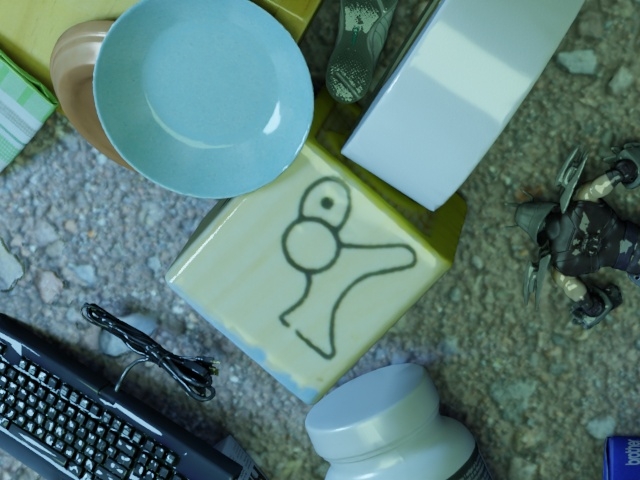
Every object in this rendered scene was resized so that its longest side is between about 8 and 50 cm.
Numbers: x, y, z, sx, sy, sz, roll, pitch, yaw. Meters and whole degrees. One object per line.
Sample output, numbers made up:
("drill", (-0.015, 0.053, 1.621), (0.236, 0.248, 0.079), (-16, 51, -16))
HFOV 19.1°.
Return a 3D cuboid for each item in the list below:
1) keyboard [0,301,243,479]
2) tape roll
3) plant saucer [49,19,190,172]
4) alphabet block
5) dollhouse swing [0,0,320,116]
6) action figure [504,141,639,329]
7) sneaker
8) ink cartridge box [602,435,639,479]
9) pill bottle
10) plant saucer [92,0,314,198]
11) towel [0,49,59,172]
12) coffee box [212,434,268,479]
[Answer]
("keyboard", (-0.216, 0.167, 1.904), (0.317, 0.033, 0.201), (30, 101, 18))
("tape roll", (0.133, -0.170, 1.651), (0.100, 0.286, 0.286), (33, 111, -3))
("plant saucer", (-0.164, -0.119, 1.751), (0.200, 0.037, 0.200), (20, 148, 13))
("alphabet block", (0.000, 0.000, 1.780), (0.192, 0.193, 0.197), (41, 110, -8))
("dollhouse swing", (-0.153, -0.293, 1.772), (0.347, 0.305, 0.315), (28, 70, -1))
("action figure", (0.308, 0.012, 1.791), (0.285, 0.099, 0.185), (18, 118, 7))
("sneaker", (0.039, -0.201, 1.779), (0.054, 0.061, 0.152), (18, 91, 3))
("ink cartridge box", (0.409, 0.341, 1.858), (0.395, 0.151, 0.270), (1, 109, 7))
("pill bottle", (0.100, 0.272, 1.878), (0.162, 0.162, 0.278), (-21, 104, 15))
("plant saucer", (-0.099, -0.131, 1.649), (0.195, 0.037, 0.195), (4, 115, 8))
("towel", (-0.326, -0.131, 1.846), (0.113, 0.023, 0.152), (41, 135, -10))
("coffee box", (-0.077, 0.346, 1.964), (0.141, 0.098, 0.246), (-36, 100, 19))
